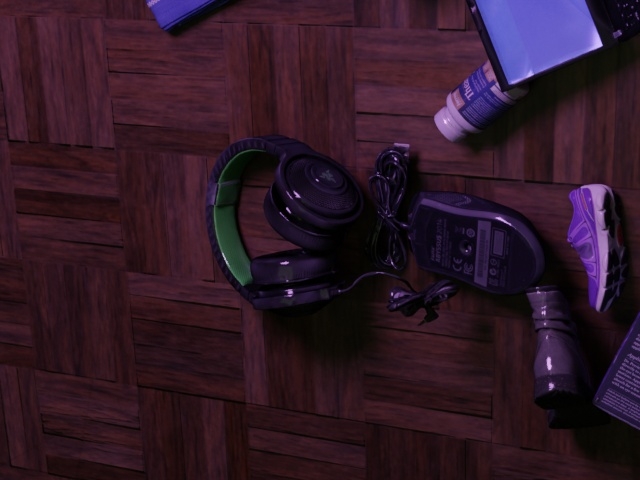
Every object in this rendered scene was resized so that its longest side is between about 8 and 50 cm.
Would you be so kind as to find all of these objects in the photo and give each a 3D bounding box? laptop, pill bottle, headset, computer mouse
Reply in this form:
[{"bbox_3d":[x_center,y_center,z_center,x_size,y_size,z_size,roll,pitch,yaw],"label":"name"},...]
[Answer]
[{"bbox_3d":[0.283,-0.334,1.487,0.234,0.137,0.264,69,161,2],"label":"laptop"},{"bbox_3d":[0.207,-0.182,1.643,0.120,0.067,0.067,-41,89,30],"label":"pill bottle"},{"bbox_3d":[0.000,0.000,1.756,0.394,0.185,0.243,33,122,39],"label":"headset"},{"bbox_3d":[0.193,-0.016,1.714,0.272,0.072,0.188,22,121,28],"label":"computer mouse"}]

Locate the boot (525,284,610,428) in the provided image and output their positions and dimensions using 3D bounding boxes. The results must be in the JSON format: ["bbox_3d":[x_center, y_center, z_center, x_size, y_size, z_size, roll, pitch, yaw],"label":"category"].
[{"bbox_3d":[0.328,0.155,1.673,0.083,0.246,0.161,-9,66,17],"label":"boot"}]

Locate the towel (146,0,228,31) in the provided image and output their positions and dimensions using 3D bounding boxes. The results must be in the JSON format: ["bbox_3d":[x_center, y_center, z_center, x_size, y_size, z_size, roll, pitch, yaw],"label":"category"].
[{"bbox_3d":[-0.199,-0.484,1.746,0.243,0.040,0.336,-22,96,31],"label":"towel"}]

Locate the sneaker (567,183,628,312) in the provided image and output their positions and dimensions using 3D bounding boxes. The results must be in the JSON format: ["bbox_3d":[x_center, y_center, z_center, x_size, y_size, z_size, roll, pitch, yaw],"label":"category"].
[{"bbox_3d":[0.359,0.009,1.657,0.071,0.068,0.169,1,100,40],"label":"sneaker"}]

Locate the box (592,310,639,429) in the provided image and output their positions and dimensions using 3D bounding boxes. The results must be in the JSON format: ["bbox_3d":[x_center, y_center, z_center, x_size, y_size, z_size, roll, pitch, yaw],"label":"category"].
[{"bbox_3d":[0.448,0.123,1.595,0.108,0.153,0.207,28,116,14],"label":"box"}]
